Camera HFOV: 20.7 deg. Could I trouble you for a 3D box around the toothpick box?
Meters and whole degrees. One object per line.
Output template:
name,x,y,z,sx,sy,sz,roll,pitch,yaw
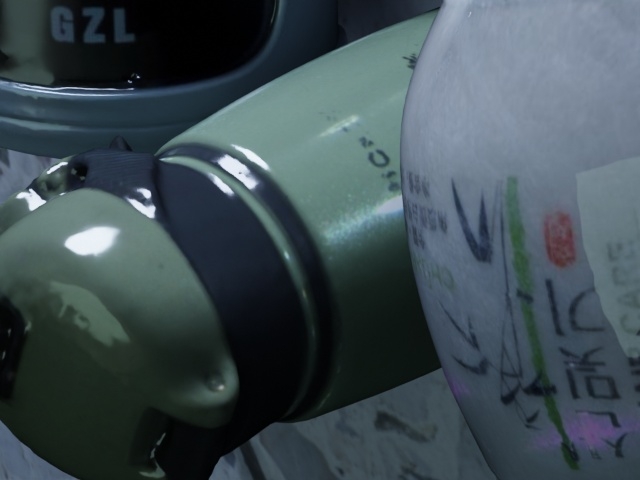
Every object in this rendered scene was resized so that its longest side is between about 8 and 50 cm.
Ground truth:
toothpick box,-0.107,-0.249,0.911,0.263,0.263,0.355,26,128,38

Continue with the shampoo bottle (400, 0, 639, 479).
shampoo bottle,0.173,0.004,0.681,0.273,0.273,0.266,1,106,49

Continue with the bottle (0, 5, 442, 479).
bottle,-0.002,-0.001,0.825,0.168,0.347,0.168,26,128,39
